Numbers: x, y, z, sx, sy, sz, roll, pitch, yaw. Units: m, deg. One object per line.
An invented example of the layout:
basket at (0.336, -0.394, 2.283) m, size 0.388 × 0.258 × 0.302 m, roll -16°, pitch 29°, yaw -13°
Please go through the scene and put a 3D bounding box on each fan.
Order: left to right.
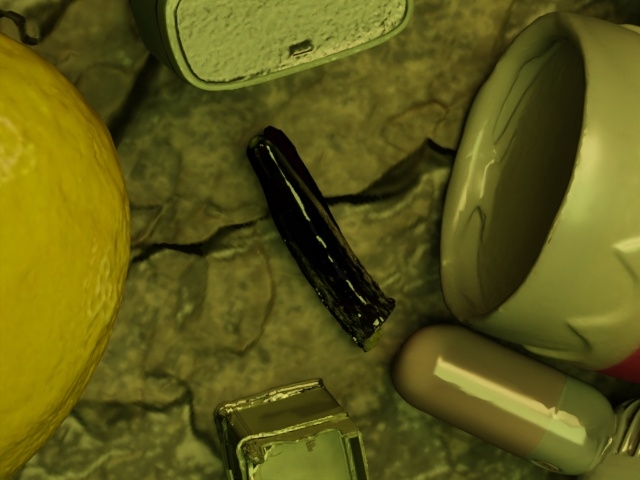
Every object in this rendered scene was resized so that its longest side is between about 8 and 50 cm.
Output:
fan at (0.151, 0.112, 1.025) m, size 0.244 × 0.130 × 0.074 m, roll 25°, pitch 75°, yaw -3°

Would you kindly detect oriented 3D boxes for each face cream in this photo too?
face cream at (0.180, -0.011, 0.971) m, size 0.195 × 0.175 × 0.175 m, roll 17°, pitch 97°, yaw -17°

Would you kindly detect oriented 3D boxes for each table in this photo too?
table at (-0.012, 0.126, 1.000) m, size 0.062 × 0.083 × 0.079 m, roll -15°, pitch 105°, yaw -11°

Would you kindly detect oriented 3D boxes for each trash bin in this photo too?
trash bin at (-0.027, -0.117, 0.924) m, size 0.116 × 0.130 × 0.059 m, roll -16°, pitch 104°, yaw -9°

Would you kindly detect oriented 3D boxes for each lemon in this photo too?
lemon at (-0.198, -0.002, 0.860) m, size 0.240 × 0.240 × 0.219 m, roll 48°, pitch 59°, yaw -17°

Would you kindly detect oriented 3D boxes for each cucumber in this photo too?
cucumber at (-0.002, 0.001, 1.006) m, size 0.034 × 0.033 × 0.135 m, roll -26°, pitch 107°, yaw 27°
